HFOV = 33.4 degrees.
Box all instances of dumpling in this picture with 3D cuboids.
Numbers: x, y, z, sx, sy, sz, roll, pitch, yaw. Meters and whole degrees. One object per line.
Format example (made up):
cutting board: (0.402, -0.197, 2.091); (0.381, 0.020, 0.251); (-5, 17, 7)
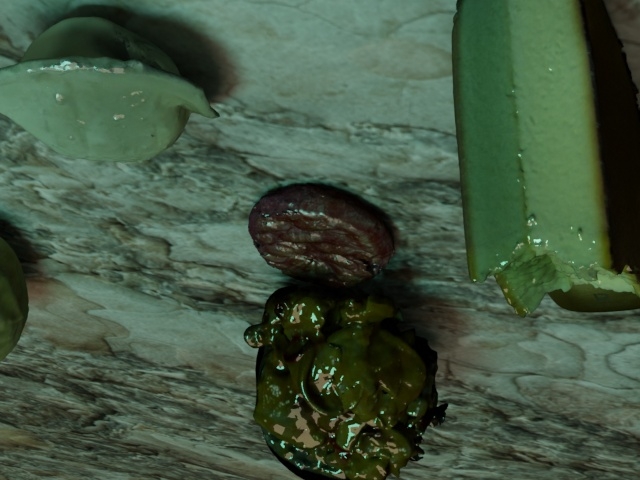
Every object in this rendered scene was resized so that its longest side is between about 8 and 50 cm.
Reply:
dumpling: (-0.167, -0.123, 0.852); (0.176, 0.092, 0.150); (34, 146, -31)

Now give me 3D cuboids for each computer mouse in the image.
computer mouse: (0.246, 0.017, 0.956); (0.102, 0.044, 0.199); (-6, 144, 25)

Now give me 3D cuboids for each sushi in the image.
sushi: (0.024, 0.148, 1.112); (0.200, 0.213, 0.204); (-13, 170, 8)

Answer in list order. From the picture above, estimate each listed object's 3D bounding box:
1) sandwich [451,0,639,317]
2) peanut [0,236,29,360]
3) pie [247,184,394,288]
sandwich: (0.157, -0.058, 0.740); (0.108, 0.186, 0.220); (-6, 143, 26)
peanut: (-0.423, 0.021, 1.141); (0.152, 0.152, 0.313); (-7, 140, 31)
pie: (0.000, 0.000, 1.038); (0.155, 0.036, 0.154); (10, 150, 6)
